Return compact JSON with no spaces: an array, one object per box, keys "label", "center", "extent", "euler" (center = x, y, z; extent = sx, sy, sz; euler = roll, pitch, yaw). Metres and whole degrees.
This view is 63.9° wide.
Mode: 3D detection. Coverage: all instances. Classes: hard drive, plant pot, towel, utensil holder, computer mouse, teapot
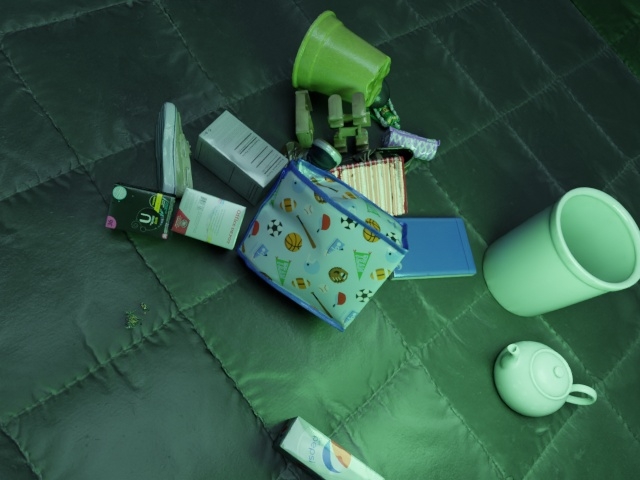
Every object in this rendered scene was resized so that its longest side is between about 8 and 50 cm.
[{"label":"hard drive","center":[0.362,0.023,1.738],"extent":[0.318,0.040,0.210],"euler":[-1,68,-21]},{"label":"plant pot","center":[0.084,-0.576,1.713],"extent":[0.253,0.276,0.276],"euler":[30,60,8]},{"label":"towel","center":[0.147,-0.158,1.662],"extent":[0.274,0.031,0.199],"euler":[-11,107,-13]},{"label":"utensil holder","center":[0.769,0.055,1.679],"extent":[0.327,0.385,0.328],"euler":[8,66,-18]},{"label":"computer mouse","center":[0.142,-0.589,1.852],"extent":[0.188,0.072,0.272],"euler":[-39,75,-9]},{"label":"teapot","center":[0.690,0.427,1.604],"extent":[0.255,0.187,0.253],"euler":[-12,73,-25]}]

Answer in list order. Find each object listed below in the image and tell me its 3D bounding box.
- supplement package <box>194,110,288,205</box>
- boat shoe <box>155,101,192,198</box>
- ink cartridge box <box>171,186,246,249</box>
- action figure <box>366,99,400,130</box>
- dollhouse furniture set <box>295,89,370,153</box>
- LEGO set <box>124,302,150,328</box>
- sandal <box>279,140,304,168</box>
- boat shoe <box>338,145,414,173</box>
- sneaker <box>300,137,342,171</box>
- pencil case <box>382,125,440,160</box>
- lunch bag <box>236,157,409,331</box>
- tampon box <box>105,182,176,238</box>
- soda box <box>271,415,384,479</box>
[{"label":"supplement package","center":[-0.244,-0.249,1.574],"extent":[0.244,0.139,0.134],"euler":[39,61,-3]},{"label":"boat shoe","center":[-0.437,-0.265,1.542],"extent":[0.094,0.109,0.303],"euler":[4,77,-33]},{"label":"ink cartridge box","center":[-0.314,-0.060,1.453],"extent":[0.176,0.127,0.128],"euler":[20,87,-12]},{"label":"action figure","center":[0.219,-0.493,1.893],"extent":[0.137,0.063,0.232],"euler":[-34,78,-17]},{"label":"dollhouse furniture set","center":[0.044,-0.413,1.715],"extent":[0.241,0.212,0.161],"euler":[-4,68,7]},{"label":"LEGO set","center":[-0.489,0.204,1.358],"extent":[0.083,0.023,0.054],"euler":[-32,83,-42]},{"label":"sandal","center":[-0.076,-0.213,1.673],"extent":[0.089,0.060,0.220],"euler":[-24,92,-21]},{"label":"boat shoe","center":[0.164,-0.259,1.734],"extent":[0.355,0.130,0.132],"euler":[-20,76,-26]},{"label":"sneaker","center":[-0.037,-0.198,1.507],"extent":[0.099,0.282,0.153],"euler":[40,79,-10]},{"label":"pencil case","center":[0.327,-0.350,1.859],"extent":[0.206,0.088,0.087],"euler":[9,64,-16]},{"label":"lunch bag","center":[0.000,0.000,1.431],"extent":[0.385,0.328,0.239],"euler":[31,23,-7]},{"label":"tampon box","center":[-0.489,-0.083,1.408],"extent":[0.160,0.101,0.121],"euler":[11,95,-16]},{"label":"soda box","center":[0.019,0.581,1.339],"extent":[0.286,0.098,0.091],"euler":[37,60,-2]}]
